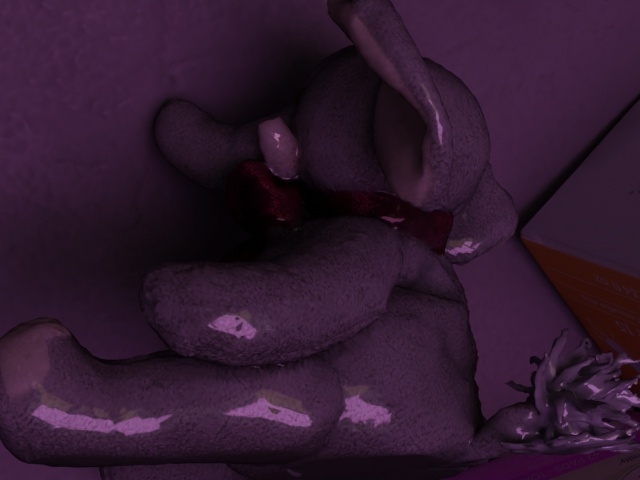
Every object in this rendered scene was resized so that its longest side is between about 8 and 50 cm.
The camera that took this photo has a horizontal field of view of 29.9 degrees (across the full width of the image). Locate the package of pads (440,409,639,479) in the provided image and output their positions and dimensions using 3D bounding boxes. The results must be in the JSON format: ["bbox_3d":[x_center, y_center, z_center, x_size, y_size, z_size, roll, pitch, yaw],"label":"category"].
[{"bbox_3d":[0.155,0.237,0.792,0.296,0.229,0.101,-18,114,-14],"label":"package of pads"}]

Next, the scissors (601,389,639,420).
[{"bbox_3d":[0.275,0.230,0.982,0.109,0.021,0.297,-44,121,-8],"label":"scissors"}]

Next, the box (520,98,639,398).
[{"bbox_3d":[0.334,0.075,0.833,0.168,0.215,0.345,-47,120,-11],"label":"box"}]

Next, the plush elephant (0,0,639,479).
[{"bbox_3d":[0.000,0.000,0.659,0.330,0.255,0.272,-8,159,11],"label":"plush elephant"}]
